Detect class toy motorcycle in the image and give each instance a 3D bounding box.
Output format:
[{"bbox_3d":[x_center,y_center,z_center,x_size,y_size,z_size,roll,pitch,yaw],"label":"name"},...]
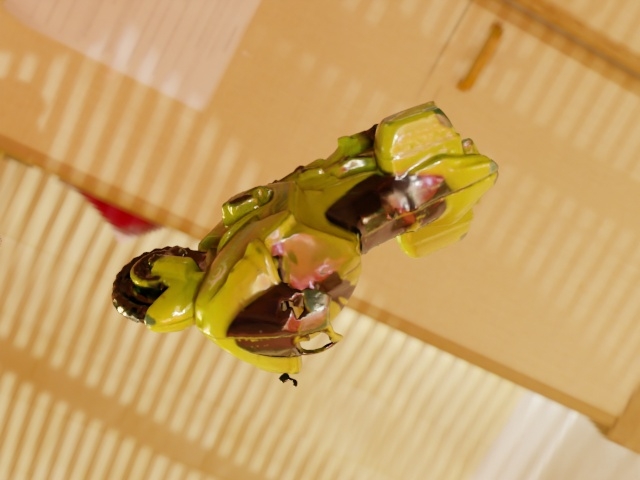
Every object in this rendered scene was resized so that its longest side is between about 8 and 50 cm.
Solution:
[{"bbox_3d":[0.000,-0.002,1.040,0.206,0.342,0.142,38,-32,40],"label":"toy motorcycle"}]
